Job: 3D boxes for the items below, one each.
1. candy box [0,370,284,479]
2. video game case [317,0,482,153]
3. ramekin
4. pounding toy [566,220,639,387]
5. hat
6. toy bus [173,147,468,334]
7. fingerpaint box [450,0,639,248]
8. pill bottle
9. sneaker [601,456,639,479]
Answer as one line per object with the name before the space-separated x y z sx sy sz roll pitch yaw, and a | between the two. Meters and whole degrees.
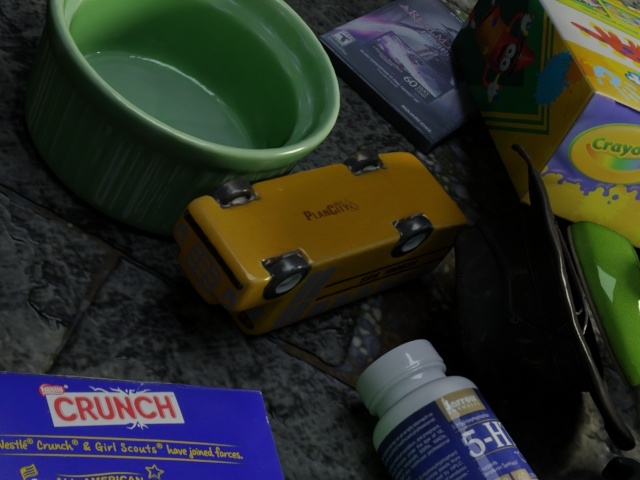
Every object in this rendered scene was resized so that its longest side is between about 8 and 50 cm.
candy box | -0.144 0.258 0.982 0.268 0.122 0.317 7 48 -28
video game case | 0.135 -0.225 1.743 0.196 0.026 0.274 44 41 10
ramekin | -0.147 -0.147 1.365 0.303 0.148 0.303 20 41 -18
pounding toy | 0.352 0.072 1.437 0.183 0.110 0.237 -87 151 -58
hat | 0.200 0.073 1.366 0.331 0.134 0.331 -19 90 -82
toy bus | 0.000 0.000 1.336 0.333 0.130 0.108 -17 63 -44
fingerpaint box | 0.415 -0.132 1.667 0.445 0.163 0.371 19 30 -22
pill bottle | 0.113 0.189 1.242 0.112 0.112 0.186 -10 57 -41
sneaker | 0.309 0.277 1.335 0.075 0.063 0.170 21 39 -11
